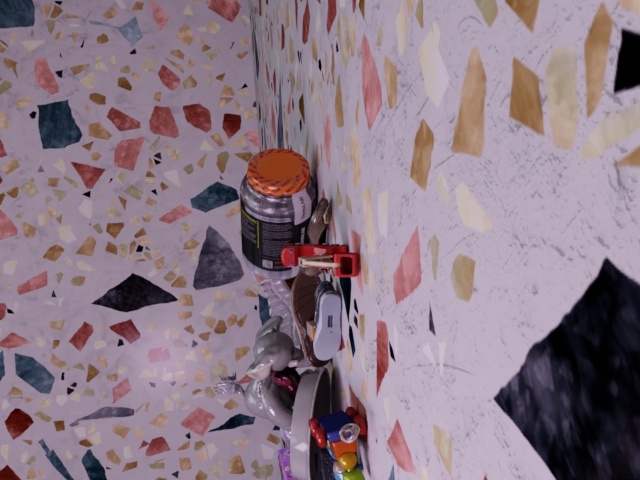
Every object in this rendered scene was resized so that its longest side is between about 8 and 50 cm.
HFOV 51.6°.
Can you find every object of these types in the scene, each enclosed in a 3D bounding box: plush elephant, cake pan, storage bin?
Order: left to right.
[{"bbox_3d":[-0.108,0.362,1.858,0.272,0.329,0.256,-91,21,-61],"label":"plush elephant"},{"bbox_3d":[-0.024,0.462,1.651,0.293,0.054,0.294,3,-90,-80],"label":"cake pan"},{"bbox_3d":[0.042,0.563,1.491,0.122,0.084,0.180,105,158,-65],"label":"storage bin"}]

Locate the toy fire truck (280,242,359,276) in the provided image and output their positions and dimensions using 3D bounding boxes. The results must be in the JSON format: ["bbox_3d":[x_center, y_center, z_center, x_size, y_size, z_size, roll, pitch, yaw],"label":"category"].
[{"bbox_3d":[-0.003,0.039,1.366,0.135,0.191,0.047,-24,-66,-69],"label":"toy fire truck"}]

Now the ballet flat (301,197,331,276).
[{"bbox_3d":[0.000,0.000,1.619,0.084,0.058,0.250,-52,-20,-45],"label":"ballet flat"}]

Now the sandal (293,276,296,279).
[{"bbox_3d":[-0.106,0.047,2.217,0.102,0.076,0.265,99,164,-55],"label":"sandal"}]

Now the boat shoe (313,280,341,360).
[{"bbox_3d":[0.016,0.189,1.574,0.083,0.065,0.184,-110,25,-65],"label":"boat shoe"}]

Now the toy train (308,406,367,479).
[{"bbox_3d":[0.054,0.435,1.336,0.248,0.105,0.144,161,94,-81],"label":"toy train"}]

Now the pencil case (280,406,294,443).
[{"bbox_3d":[-0.068,0.585,2.079,0.124,0.113,0.273,53,164,13],"label":"pencil case"}]

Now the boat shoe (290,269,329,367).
[{"bbox_3d":[-0.029,0.204,1.758,0.095,0.095,0.258,150,115,-87],"label":"boat shoe"}]

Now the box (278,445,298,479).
[{"bbox_3d":[-0.066,0.796,2.011,0.201,0.057,0.293,95,160,-58],"label":"box"}]

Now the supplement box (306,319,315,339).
[{"bbox_3d":[0.002,0.222,1.659,0.098,0.062,0.036,-179,84,-80],"label":"supplement box"}]

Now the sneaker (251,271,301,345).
[{"bbox_3d":[-0.110,0.199,2.246,0.321,0.124,0.180,67,-167,11],"label":"sneaker"}]

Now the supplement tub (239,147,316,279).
[{"bbox_3d":[-0.117,-0.070,1.816,0.338,0.207,0.207,95,167,-46],"label":"supplement tub"}]
